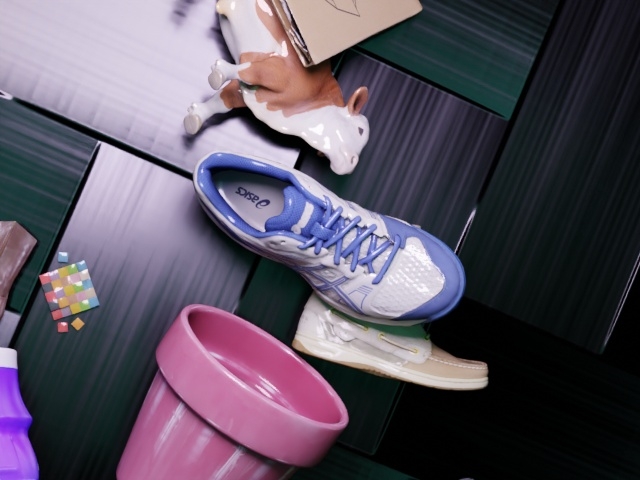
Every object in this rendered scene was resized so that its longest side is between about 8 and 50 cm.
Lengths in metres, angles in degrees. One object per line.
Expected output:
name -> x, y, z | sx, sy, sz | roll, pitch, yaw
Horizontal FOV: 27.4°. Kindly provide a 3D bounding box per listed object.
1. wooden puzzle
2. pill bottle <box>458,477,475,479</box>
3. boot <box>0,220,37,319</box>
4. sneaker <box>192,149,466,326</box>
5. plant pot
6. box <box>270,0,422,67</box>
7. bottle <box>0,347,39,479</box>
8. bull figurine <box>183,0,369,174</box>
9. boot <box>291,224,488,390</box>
wooden puzzle -> -0.260, 0.052, 1.364 | 0.049, 0.006, 0.083 | -19, 94, -10
pill bottle -> 0.191, 0.365, 1.392 | 0.123, 0.123, 0.219 | -39, 97, -8
boot -> -0.354, 0.023, 1.331 | 0.106, 0.037, 0.114 | 23, 90, -23
sneaker -> 0.000, 0.000, 1.303 | 0.296, 0.131, 0.112 | 23, 86, 13
plant pot -> -0.102, 0.193, 1.311 | 0.201, 0.201, 0.180 | 34, 100, -9
box -> 0.012, -0.279, 1.344 | 0.201, 0.021, 0.164 | -33, 98, -47
bottle -> -0.328, 0.249, 1.293 | 0.092, 0.118, 0.283 | 3, 75, -33
bull figurine -> -0.059, -0.202, 1.338 | 0.188, 0.101, 0.310 | -15, 85, -42
boot -> 0.091, 0.065, 1.393 | 0.213, 0.077, 0.165 | 15, 87, -4
